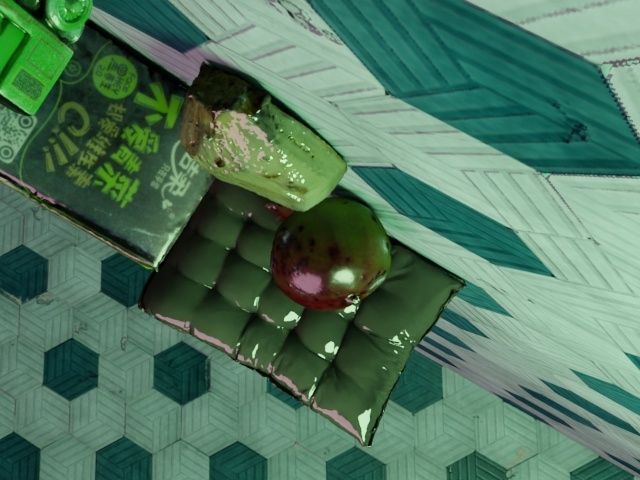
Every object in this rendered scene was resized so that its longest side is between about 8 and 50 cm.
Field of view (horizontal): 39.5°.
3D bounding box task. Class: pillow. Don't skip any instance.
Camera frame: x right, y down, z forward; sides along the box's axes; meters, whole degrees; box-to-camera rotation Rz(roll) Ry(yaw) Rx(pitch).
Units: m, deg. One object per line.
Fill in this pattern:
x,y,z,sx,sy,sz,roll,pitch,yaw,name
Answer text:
-0.029,0.067,1.048,0.326,0.228,0.101,30,179,0,pillow

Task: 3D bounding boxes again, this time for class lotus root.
-0.066,-0.084,0.755,0.143,0.070,0.144,27,172,26,lotus root

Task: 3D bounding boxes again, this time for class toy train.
-0.261,-0.190,0.624,0.085,0.119,0.251,28,175,28,toy train

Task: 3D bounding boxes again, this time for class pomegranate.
-0.004,0.002,0.933,0.159,0.129,0.129,38,175,11,pomegranate

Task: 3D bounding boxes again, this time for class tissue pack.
-0.216,-0.101,0.858,0.236,0.173,0.073,32,180,-19,tissue pack
